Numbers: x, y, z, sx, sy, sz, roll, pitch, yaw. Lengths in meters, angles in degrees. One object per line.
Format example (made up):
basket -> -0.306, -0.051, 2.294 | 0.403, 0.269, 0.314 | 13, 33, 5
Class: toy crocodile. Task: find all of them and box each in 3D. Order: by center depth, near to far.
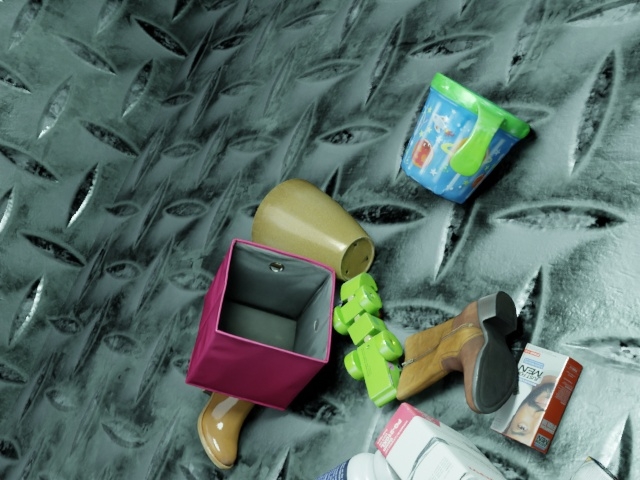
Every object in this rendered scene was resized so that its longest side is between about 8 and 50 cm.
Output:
toy crocodile -> 0.110, 0.208, 1.694 | 0.115, 0.105, 0.340 | -42, 42, 23

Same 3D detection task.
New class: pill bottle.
pill bottle -> 0.067, 0.495, 1.464 | 0.265, 0.153, 0.153 | -39, 39, 25

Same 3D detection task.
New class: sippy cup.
sippy cup -> 0.298, -0.212, 1.692 | 0.240, 0.305, 0.224 | 39, 108, 27

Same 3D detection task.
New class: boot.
boot -> 0.232, 0.242, 1.462 | 0.280, 0.096, 0.264 | -35, 33, 41
boot -> -0.185, 0.399, 1.904 | 0.220, 0.109, 0.283 | -31, 39, 22

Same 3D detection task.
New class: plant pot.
plant pot -> 0.000, 0.000, 1.890 | 0.254, 0.237, 0.237 | 28, 86, 41

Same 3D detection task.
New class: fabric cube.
fabric cube -> -0.135, 0.195, 1.768 | 0.258, 0.254, 0.259 | 123, 160, -48

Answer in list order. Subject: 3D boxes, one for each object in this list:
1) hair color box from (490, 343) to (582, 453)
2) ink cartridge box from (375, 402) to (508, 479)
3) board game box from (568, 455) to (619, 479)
hair color box -> 0.376, 0.273, 1.353 | 0.093, 0.053, 0.167 | 14, 76, 53
ink cartridge box -> 0.222, 0.397, 1.305 | 0.100, 0.172, 0.237 | -56, 24, 3
board game box -> 0.396, 0.477, 1.181 | 0.243, 0.042, 0.165 | -52, 35, 7
